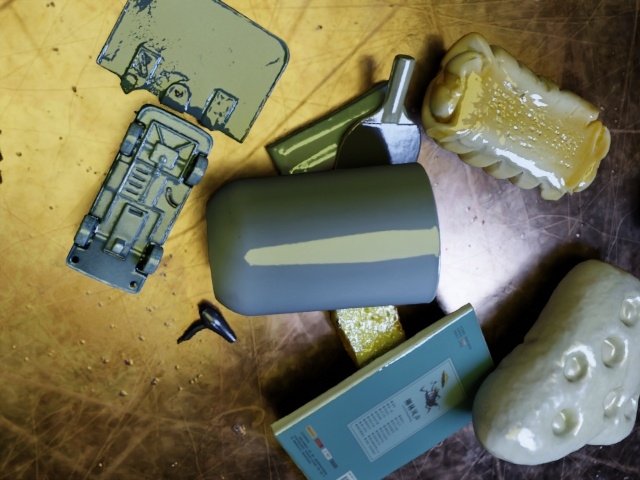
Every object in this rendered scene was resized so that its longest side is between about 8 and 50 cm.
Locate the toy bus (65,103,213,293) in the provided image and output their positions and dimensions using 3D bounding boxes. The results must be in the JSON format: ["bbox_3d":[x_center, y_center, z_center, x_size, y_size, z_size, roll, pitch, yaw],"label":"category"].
[{"bbox_3d":[-0.248,-0.062,0.977,0.114,0.134,0.246,26,97,-17],"label":"toy bus"}]

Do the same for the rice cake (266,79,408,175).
[{"bbox_3d":[0.033,-0.160,1.077,0.222,0.042,0.080,-31,108,-6],"label":"rice cake"}]

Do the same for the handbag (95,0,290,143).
[{"bbox_3d":[-0.174,-0.251,0.986,0.229,0.062,0.179,28,96,-20],"label":"handbag"}]

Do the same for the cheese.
[{"bbox_3d":[0.414,0.196,1.199,0.351,0.130,0.328,0,101,-30],"label":"cheese"}]

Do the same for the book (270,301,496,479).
[{"bbox_3d":[0.130,0.287,1.187,0.380,0.031,0.264,-31,128,-6],"label":"book"}]

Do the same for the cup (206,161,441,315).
[{"bbox_3d":[0.000,0.000,1.011,0.313,0.205,0.205,-5,105,-6],"label":"cup"}]

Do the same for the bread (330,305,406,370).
[{"bbox_3d":[0.079,0.139,1.156,0.103,0.065,0.187,-28,113,-7],"label":"bread"}]

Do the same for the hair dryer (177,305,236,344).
[{"bbox_3d":[-0.184,0.147,1.112,0.083,0.031,0.079,-31,119,9],"label":"hair dryer"}]

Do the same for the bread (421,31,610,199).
[{"bbox_3d":[0.302,-0.177,1.100,0.311,0.121,0.172,26,94,-20],"label":"bread"}]

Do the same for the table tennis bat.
[{"bbox_3d":[0.096,-0.158,1.062,0.138,0.022,0.246,-3,125,-24],"label":"table tennis bat"}]
